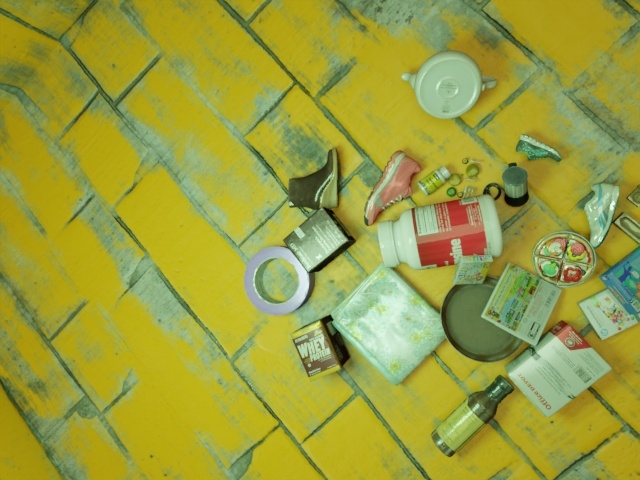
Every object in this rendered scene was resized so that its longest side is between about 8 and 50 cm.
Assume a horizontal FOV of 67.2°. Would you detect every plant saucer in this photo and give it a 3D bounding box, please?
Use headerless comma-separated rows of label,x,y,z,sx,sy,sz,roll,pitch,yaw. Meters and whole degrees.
plant saucer,0.585,0.281,1.736,0.311,0.050,0.310,-1,77,3

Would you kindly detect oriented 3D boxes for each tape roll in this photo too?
tape roll,-0.166,0.160,1.944,0.275,0.090,0.274,0,88,15

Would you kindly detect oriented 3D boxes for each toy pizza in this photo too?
toy pizza,0.851,0.068,1.688,0.201,0.032,0.201,5,102,26

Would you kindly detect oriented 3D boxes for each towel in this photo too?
towel,0.263,0.312,1.832,0.374,0.090,0.320,44,100,11

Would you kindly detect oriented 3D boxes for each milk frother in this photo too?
milk frother,0.656,-0.193,1.715,0.143,0.135,0.129,-23,53,10

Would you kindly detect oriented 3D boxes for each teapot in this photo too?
teapot,0.467,-0.577,1.754,0.256,0.187,0.252,43,120,-15

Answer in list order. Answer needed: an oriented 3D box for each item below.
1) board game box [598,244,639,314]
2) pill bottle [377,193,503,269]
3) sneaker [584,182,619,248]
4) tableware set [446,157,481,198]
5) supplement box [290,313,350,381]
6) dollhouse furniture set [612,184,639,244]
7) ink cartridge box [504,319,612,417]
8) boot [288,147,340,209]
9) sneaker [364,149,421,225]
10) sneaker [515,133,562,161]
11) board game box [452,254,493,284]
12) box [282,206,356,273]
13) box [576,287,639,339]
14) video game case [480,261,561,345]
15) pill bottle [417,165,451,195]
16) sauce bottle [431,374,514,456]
board game box,1.074,0.124,1.618,0.210,0.047,0.160,-34,80,-7
pill bottle,0.422,-0.019,1.725,0.408,0.229,0.229,-10,87,14
sneaker,0.962,-0.085,1.670,0.092,0.087,0.228,15,92,30
tableware set,0.534,-0.233,1.807,0.104,0.024,0.154,15,94,17
supplement box,0.003,0.404,1.841,0.129,0.194,0.191,-26,83,13
dollhouse furniture set,1.086,-0.089,1.610,0.144,0.123,0.151,44,99,11
ink cartridge box,0.815,0.444,1.675,0.273,0.114,0.197,-43,80,9
boot,-0.028,-0.245,1.913,0.207,0.090,0.248,3,93,12
sneaker,0.272,-0.181,1.824,0.136,0.116,0.314,29,96,12
sneaker,0.781,-0.316,1.733,0.166,0.065,0.076,33,113,16
board game box,0.528,0.104,1.679,0.103,0.154,0.026,-2,56,2
box,0.000,0.000,1.863,0.203,0.167,0.168,-40,80,11
box,1.017,0.236,1.667,0.186,0.038,0.145,-31,81,13
video game case,0.712,0.223,1.709,0.206,0.026,0.227,29,80,8
pill bottle,0.428,-0.226,1.810,0.116,0.065,0.065,-38,81,10
sauce bottle,0.554,0.629,1.742,0.111,0.111,0.344,45,98,11
